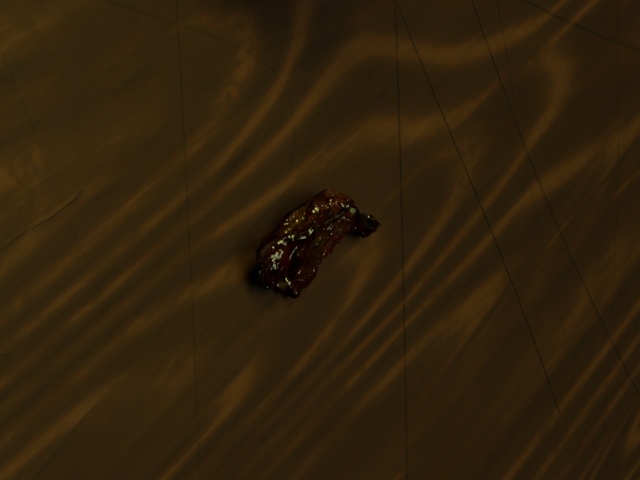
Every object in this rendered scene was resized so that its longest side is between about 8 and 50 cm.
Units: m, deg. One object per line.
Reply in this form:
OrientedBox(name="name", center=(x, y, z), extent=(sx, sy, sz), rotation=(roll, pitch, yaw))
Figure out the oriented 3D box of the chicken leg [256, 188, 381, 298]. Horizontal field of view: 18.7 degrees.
OrientedBox(name="chicken leg", center=(0.000, -0.005, 1.784), extent=(0.205, 0.053, 0.093), rotation=(-32, 137, -45))
